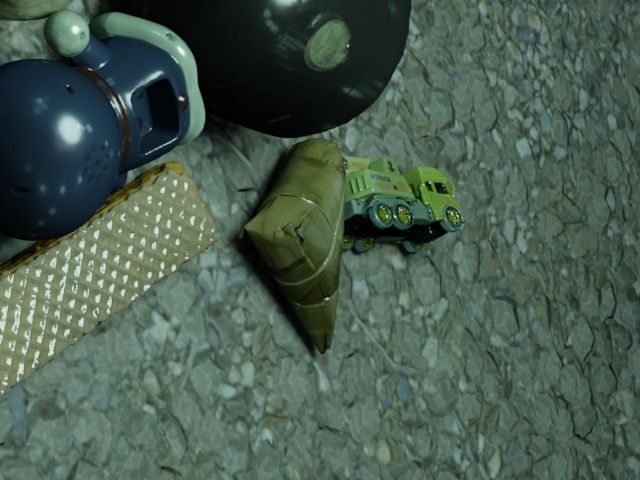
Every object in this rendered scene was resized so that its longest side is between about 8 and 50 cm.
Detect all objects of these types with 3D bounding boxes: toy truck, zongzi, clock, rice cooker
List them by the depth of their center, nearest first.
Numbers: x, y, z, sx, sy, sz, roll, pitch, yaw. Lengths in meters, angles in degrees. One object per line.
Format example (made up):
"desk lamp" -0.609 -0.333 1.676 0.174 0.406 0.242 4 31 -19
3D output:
"clock" -0.217 -0.103 1.596 0.243 0.147 0.199 -39 136 -45
"rice cooker" -0.056 -0.241 1.746 0.224 0.267 0.267 29 60 -38
"zongzi" 0.000 0.000 1.886 0.176 0.078 0.160 61 42 -34
"toy truck" 0.074 -0.046 1.978 0.169 0.077 0.100 1 67 -45

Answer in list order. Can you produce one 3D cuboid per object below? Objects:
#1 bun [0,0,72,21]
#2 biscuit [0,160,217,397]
"bun" -0.288 -0.299 1.572 0.239 0.141 0.239 18 67 -52
"biscuit" -0.228 0.040 1.625 0.379 0.054 0.094 -37 109 -46
